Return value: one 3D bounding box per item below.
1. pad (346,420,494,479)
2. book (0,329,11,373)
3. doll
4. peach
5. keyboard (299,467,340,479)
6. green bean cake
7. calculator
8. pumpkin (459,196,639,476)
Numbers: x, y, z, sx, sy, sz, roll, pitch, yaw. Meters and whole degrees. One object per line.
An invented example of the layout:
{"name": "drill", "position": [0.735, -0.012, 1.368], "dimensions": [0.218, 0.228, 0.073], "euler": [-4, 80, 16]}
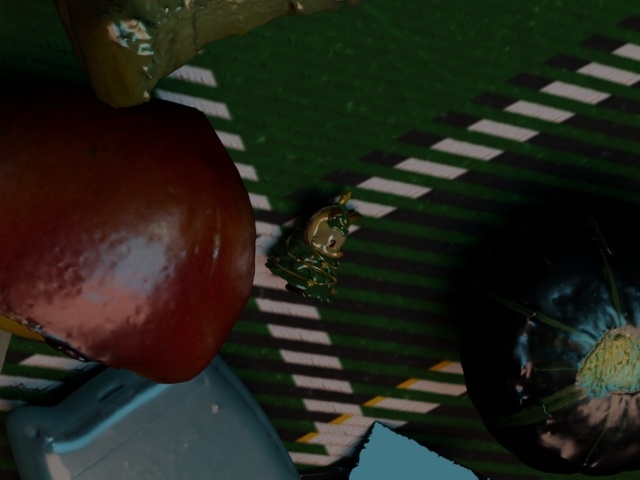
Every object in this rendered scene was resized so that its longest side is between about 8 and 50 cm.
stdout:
{"name": "pad", "position": [0.078, 0.344, 2.074], "dimensions": [0.170, 0.006, 0.246], "euler": [27, 83, -8]}
{"name": "book", "position": [-0.386, 0.163, 1.706], "dimensions": [0.201, 0.026, 0.289], "euler": [14, 94, -45]}
{"name": "doll", "position": [-0.010, 0.000, 1.857], "dimensions": [0.078, 0.076, 0.113], "euler": [14, 91, -63]}
{"name": "peach", "position": [-0.225, 0.008, 1.588], "dimensions": [0.338, 0.281, 0.281], "euler": [-15, 132, -28]}
{"name": "keyboard", "position": [-0.016, 0.317, 2.128], "dimensions": [0.053, 0.010, 0.155], "euler": [-3, 127, -24]}
{"name": "green bean cake", "position": [-0.101, -0.226, 1.499], "dimensions": [0.236, 0.233, 0.124], "euler": [-24, 139, -7]}
{"name": "calculator", "position": [-0.139, 0.276, 1.891], "dimensions": [0.256, 0.054, 0.386], "euler": [-35, 116, -16]}
{"name": "pumpkin", "position": [0.284, 0.092, 1.975], "dimensions": [0.295, 0.296, 0.296], "euler": [-14, 131, -17]}
